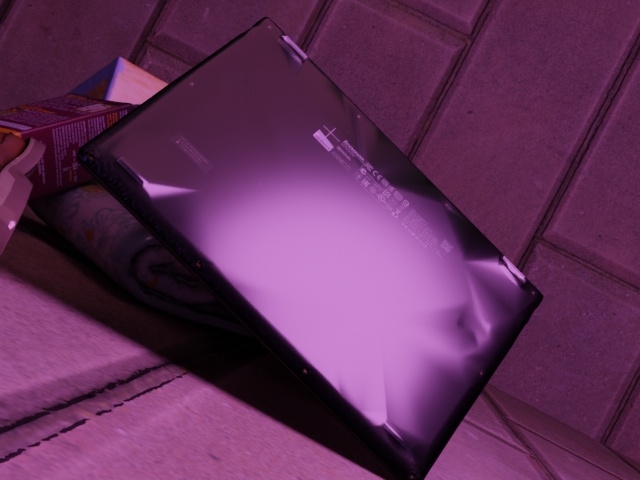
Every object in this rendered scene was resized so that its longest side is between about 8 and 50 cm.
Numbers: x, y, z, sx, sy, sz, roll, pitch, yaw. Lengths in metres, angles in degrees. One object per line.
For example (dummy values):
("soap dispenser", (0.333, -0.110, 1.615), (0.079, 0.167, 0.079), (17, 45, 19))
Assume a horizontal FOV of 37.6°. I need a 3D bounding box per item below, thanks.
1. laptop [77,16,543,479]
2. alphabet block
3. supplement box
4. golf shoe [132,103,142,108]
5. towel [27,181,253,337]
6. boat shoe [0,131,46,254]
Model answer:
("laptop", (0.000, 0.000, 0.948), (0.382, 0.408, 0.236), (45, -40, -1))
("alphabet block", (-0.277, -0.118, 1.374), (0.197, 0.192, 0.193), (27, -25, -32))
("supplement box", (-0.313, -0.110, 1.085), (0.104, 0.080, 0.188), (13, 24, 29))
("golf shoe", (-0.213, -0.105, 1.236), (0.086, 0.067, 0.186), (7, 49, -26))
("towel", (-0.156, 0.036, 1.160), (0.375, 0.090, 0.321), (28, -3, -40))
("boat shoe", (-0.278, -0.045, 0.703), (0.104, 0.110, 0.307), (29, -1, -19))
